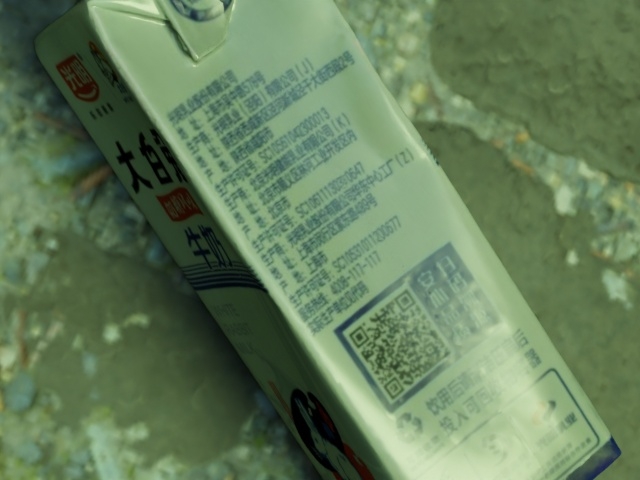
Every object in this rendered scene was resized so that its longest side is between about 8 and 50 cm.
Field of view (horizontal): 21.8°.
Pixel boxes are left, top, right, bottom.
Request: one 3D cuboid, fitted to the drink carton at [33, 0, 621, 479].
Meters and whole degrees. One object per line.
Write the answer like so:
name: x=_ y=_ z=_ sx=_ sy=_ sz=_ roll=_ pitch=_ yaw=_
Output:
drink carton: x=0.000 y=0.000 z=0.781 sx=0.106 sy=0.130 sz=0.315 roll=-36 pitch=100 yaw=-18
